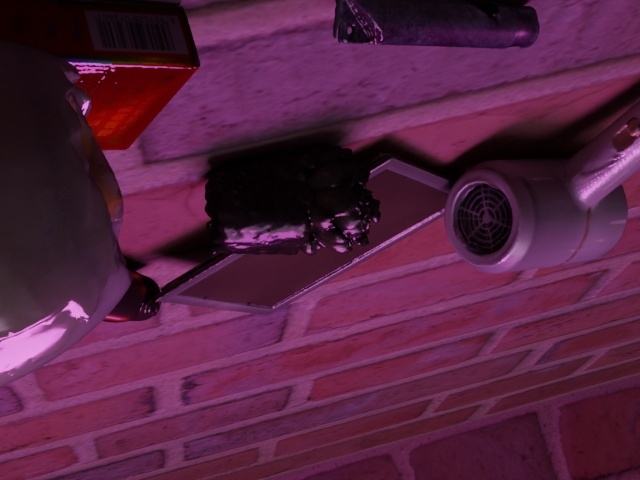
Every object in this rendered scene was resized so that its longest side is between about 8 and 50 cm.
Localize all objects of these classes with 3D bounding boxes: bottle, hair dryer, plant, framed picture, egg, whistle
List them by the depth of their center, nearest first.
[{"bbox_3d":[-0.210,-0.005,0.625,0.217,0.183,0.183,-16,162,-5],"label":"egg"},{"bbox_3d":[0.081,-0.149,0.857,0.176,0.033,0.033,-5,158,-36],"label":"whistle"},{"bbox_3d":[-0.023,-0.029,1.030,0.143,0.092,0.094,-6,154,-11],"label":"plant"},{"bbox_3d":[-0.203,0.044,1.128,0.060,0.060,0.164,-24,162,21],"label":"bottle"},{"bbox_3d":[0.277,-0.096,1.128,0.173,0.108,0.357,-6,150,-46],"label":"hair dryer"},{"bbox_3d":[0.000,0.000,1.204,0.274,0.017,0.217,-30,160,19],"label":"framed picture"}]

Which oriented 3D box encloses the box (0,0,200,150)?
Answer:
[{"bbox_3d":[-0.174,-0.097,0.750,0.175,0.048,0.112,-4,158,-36],"label":"box"}]
